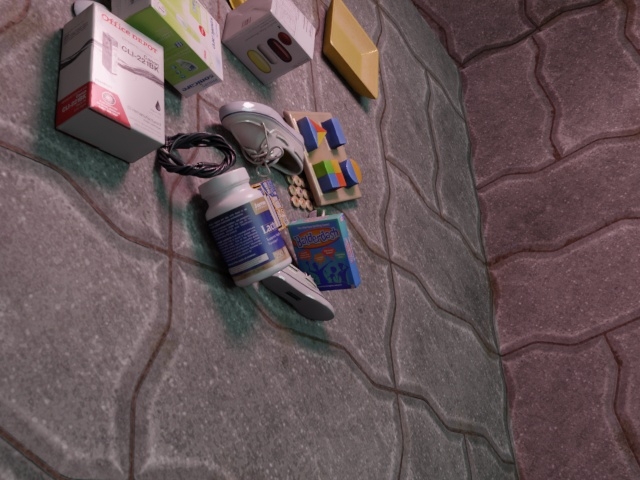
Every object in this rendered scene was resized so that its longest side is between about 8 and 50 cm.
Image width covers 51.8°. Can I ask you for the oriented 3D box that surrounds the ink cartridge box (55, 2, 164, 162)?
[{"bbox_3d":[-0.444,-0.335,1.415,0.197,0.114,0.273,25,50,-50],"label":"ink cartridge box"}]

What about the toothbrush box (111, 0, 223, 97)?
[{"bbox_3d":[-0.368,-0.522,1.605,0.283,0.122,0.206,44,32,-54],"label":"toothbrush box"}]

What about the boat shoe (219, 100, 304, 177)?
[{"bbox_3d":[-0.154,-0.258,1.849,0.367,0.136,0.156,28,51,-62],"label":"boat shoe"}]

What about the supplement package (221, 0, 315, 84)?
[{"bbox_3d":[-0.153,-0.621,1.995,0.203,0.194,0.149,40,41,-40],"label":"supplement package"}]

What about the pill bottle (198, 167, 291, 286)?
[{"bbox_3d":[-0.189,-0.034,1.607,0.153,0.153,0.265,-32,100,-60],"label":"pill bottle"}]

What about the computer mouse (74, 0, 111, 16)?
[{"bbox_3d":[-0.481,-0.498,1.531,0.193,0.042,0.106,23,53,-52],"label":"computer mouse"}]

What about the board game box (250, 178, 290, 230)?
[{"bbox_3d":[-0.168,-0.077,1.776,0.193,0.045,0.147,-29,97,-61],"label":"board game box"}]

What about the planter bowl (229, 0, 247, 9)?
[{"bbox_3d":[-0.193,-0.795,2.091,0.217,0.090,0.217,5,84,-55],"label":"planter bowl"}]

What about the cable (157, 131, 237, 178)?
[{"bbox_3d":[-0.289,-0.203,1.558,0.184,0.047,0.150,7,40,-13],"label":"cable"}]

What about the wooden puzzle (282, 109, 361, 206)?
[{"bbox_3d":[0.030,-0.285,2.186,0.348,0.080,0.322,-16,85,-63],"label":"wooden puzzle"}]

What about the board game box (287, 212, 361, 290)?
[{"bbox_3d":[0.010,0.037,1.841,0.047,0.160,0.210,-43,121,-58],"label":"board game box"}]

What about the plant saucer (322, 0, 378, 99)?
[{"bbox_3d":[0.113,-0.760,2.641,0.333,0.081,0.333,42,38,-38],"label":"plant saucer"}]

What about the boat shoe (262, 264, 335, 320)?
[{"bbox_3d":[-0.053,0.130,1.794,0.267,0.096,0.088,36,47,-32],"label":"boat shoe"}]

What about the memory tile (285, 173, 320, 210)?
[{"bbox_3d":[-0.054,-0.147,2.041,0.148,0.012,0.113,9,65,-57],"label":"memory tile"}]

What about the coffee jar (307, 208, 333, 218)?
[{"bbox_3d":[0.000,0.000,1.970,0.096,0.079,0.184,44,39,-37],"label":"coffee jar"}]
